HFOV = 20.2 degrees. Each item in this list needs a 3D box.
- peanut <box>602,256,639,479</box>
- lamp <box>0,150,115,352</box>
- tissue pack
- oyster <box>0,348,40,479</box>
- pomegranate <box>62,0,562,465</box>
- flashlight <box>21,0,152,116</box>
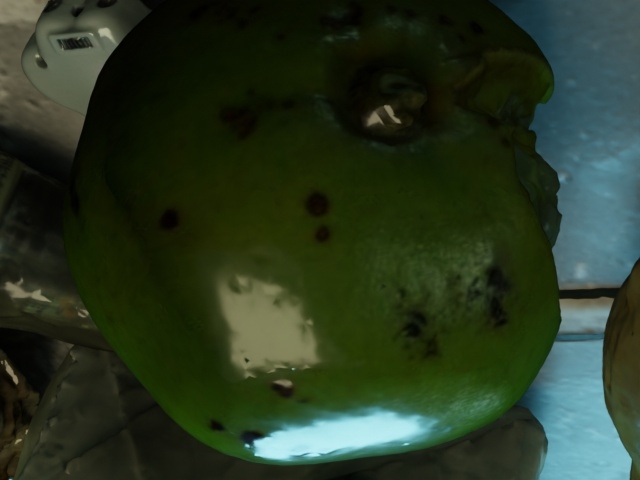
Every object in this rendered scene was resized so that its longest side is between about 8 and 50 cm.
[{"bbox_3d":[0.211,0.096,0.925,0.125,0.111,0.274,0,137,17],"label":"peanut"},{"bbox_3d":[-0.177,0.003,0.996,0.250,0.101,0.101,25,141,-11],"label":"lamp"},{"bbox_3d":[-0.033,0.247,1.127,0.297,0.207,0.380,13,140,11],"label":"tissue pack"},{"bbox_3d":[-0.284,0.088,1.103,0.204,0.111,0.396,28,161,8],"label":"oyster"},{"bbox_3d":[0.000,0.000,0.836,0.236,0.236,0.302,18,161,4],"label":"pomegranate"},{"bbox_3d":[-0.081,-0.051,0.934,0.093,0.047,0.200,-2,138,26],"label":"flashlight"}]
